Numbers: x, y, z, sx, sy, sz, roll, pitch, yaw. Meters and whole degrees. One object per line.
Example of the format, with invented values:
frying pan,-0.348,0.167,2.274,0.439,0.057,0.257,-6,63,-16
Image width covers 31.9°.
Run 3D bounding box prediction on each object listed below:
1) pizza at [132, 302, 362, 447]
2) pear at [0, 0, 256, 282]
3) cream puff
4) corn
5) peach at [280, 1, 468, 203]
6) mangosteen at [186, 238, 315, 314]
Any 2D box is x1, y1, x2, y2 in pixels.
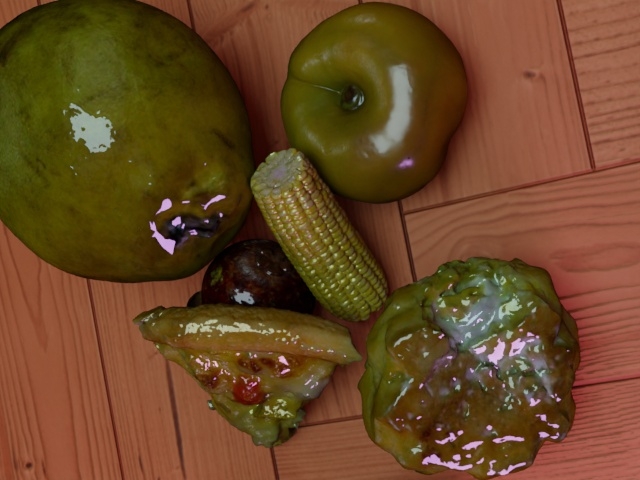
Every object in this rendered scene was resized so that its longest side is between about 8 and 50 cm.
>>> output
pizza,-0.071,0.187,1.413,0.280,0.288,0.075,-1,46,13
pear,-0.263,-0.131,1.431,0.413,0.352,0.352,37,105,18
cream puff,0.171,0.142,1.319,0.281,0.185,0.282,-1,102,-4
corn,0.000,0.000,1.382,0.093,0.093,0.244,-19,123,23
peach,0.060,-0.171,1.388,0.251,0.153,0.251,-7,79,38
mangosteen,-0.087,0.080,1.476,0.156,0.181,0.146,27,59,5
